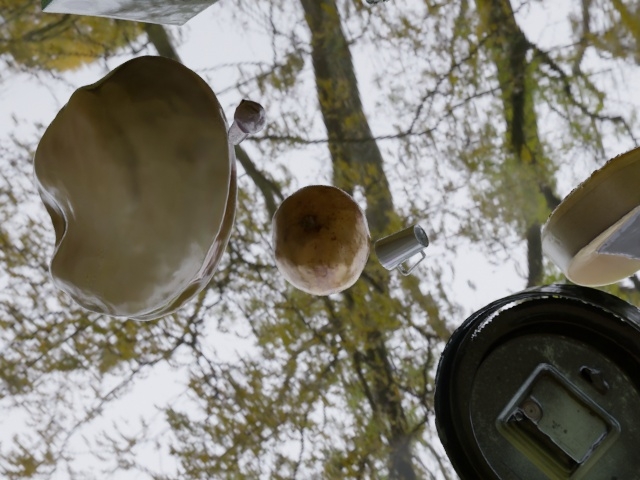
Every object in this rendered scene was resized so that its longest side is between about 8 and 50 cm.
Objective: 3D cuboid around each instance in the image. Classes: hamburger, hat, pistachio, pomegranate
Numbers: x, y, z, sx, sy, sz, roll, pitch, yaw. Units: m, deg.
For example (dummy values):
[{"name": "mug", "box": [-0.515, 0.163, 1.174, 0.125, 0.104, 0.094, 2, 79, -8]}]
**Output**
[{"name": "hamburger", "box": [0.523, -0.049, 1.499, 0.295, 0.227, 0.151, -41, -131, 32]}, {"name": "hat", "box": [-0.101, -0.169, 1.249, 0.042, 0.087, 0.058, 32, -125, 15]}, {"name": "pistachio", "box": [-0.310, -0.087, 1.431, 0.365, 0.446, 0.281, 14, -174, 20]}, {"name": "pomegranate", "box": [0.000, 0.000, 1.882, 0.248, 0.248, 0.248, -17, -143, 14]}]

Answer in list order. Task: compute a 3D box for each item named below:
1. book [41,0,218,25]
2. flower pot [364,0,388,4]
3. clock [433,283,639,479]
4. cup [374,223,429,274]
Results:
[{"name": "book", "box": [-0.259, -0.419, 1.362, 0.264, 0.031, 0.379, -3, 177, -35]}, {"name": "flower pot", "box": [0.122, -0.696, 2.032, 0.235, 0.235, 0.140, -39, -130, -14]}, {"name": "clock", "box": [0.340, 0.247, 1.185, 0.386, 0.386, 0.076, 5, -165, 36]}, {"name": "cup", "box": [0.194, 0.026, 1.967, 0.116, 0.104, 0.074, -28, -174, 30]}]
